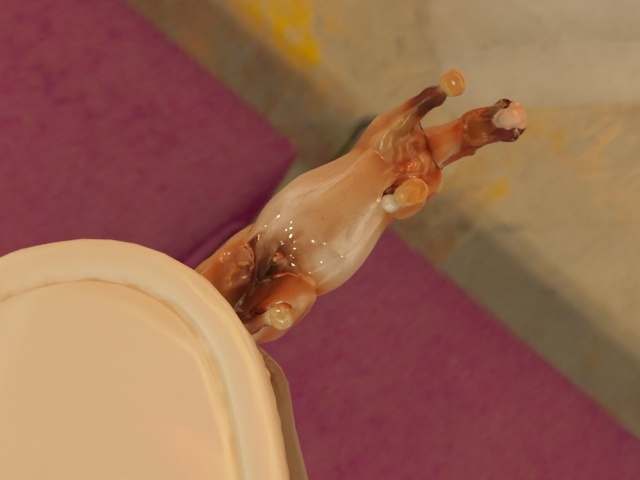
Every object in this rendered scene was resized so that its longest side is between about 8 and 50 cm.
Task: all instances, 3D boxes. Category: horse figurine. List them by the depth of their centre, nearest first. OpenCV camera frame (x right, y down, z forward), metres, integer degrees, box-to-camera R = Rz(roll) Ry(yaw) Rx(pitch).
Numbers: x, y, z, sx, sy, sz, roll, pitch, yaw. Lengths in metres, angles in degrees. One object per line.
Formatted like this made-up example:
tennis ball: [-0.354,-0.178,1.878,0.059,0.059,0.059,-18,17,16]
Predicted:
horse figurine: [0.000,0.000,0.961,0.263,0.174,0.066,-43,91,-1]

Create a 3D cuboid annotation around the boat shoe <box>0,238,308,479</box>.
boat shoe: [-0.037,0.164,0.386,0.116,0.099,0.319,-4,72,3]
